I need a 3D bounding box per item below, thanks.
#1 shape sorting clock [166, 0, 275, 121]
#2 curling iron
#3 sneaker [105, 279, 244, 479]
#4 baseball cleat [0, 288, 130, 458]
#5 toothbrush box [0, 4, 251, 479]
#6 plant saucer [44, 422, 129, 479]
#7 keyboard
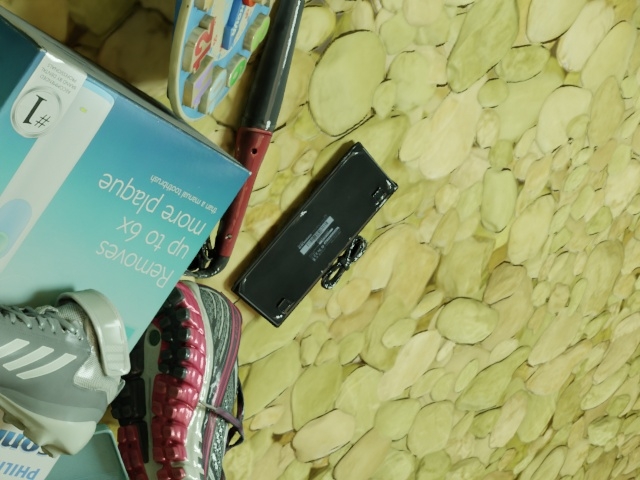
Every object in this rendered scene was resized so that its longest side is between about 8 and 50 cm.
[{"bbox_3d":[-0.056,-0.180,0.861,0.206,0.040,0.206,-61,169,-20],"label":"shape sorting clock"},{"bbox_3d":[-0.063,-0.086,0.998,0.068,0.035,0.274,6,114,-47],"label":"curling iron"},{"bbox_3d":[-0.114,0.183,1.020,0.112,0.121,0.299,14,81,-56],"label":"sneaker"},{"bbox_3d":[-0.192,0.057,0.768,0.109,0.072,0.206,-54,147,-19],"label":"baseball cleat"},{"bbox_3d":[-0.225,0.010,0.840,0.295,0.126,0.216,-54,141,4],"label":"toothbrush box"},{"bbox_3d":[-0.252,0.184,0.958,0.192,0.018,0.067,-10,130,-1],"label":"plant saucer"},{"bbox_3d":[0.000,0.000,1.139,0.180,0.023,0.108,-49,135,-4],"label":"keyboard"}]
